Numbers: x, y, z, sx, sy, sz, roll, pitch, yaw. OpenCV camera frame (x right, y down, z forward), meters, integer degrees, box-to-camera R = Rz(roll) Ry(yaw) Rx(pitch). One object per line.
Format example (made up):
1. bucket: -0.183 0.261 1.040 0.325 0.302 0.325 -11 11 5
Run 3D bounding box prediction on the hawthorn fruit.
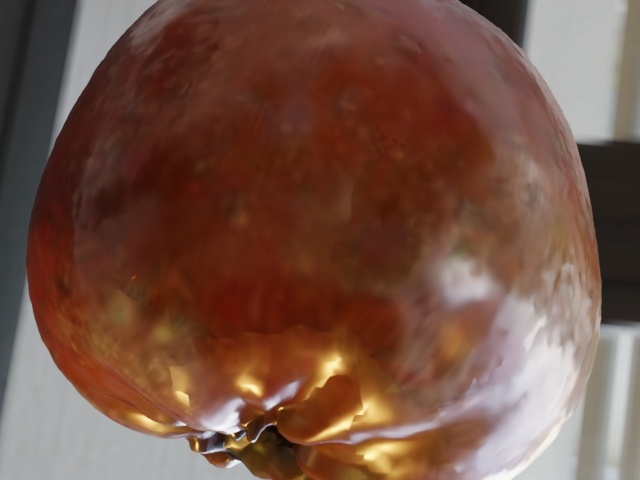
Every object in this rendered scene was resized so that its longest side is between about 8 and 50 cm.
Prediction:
1. hawthorn fruit: 0.000 0.000 0.956 0.284 0.284 0.284 8 166 2
